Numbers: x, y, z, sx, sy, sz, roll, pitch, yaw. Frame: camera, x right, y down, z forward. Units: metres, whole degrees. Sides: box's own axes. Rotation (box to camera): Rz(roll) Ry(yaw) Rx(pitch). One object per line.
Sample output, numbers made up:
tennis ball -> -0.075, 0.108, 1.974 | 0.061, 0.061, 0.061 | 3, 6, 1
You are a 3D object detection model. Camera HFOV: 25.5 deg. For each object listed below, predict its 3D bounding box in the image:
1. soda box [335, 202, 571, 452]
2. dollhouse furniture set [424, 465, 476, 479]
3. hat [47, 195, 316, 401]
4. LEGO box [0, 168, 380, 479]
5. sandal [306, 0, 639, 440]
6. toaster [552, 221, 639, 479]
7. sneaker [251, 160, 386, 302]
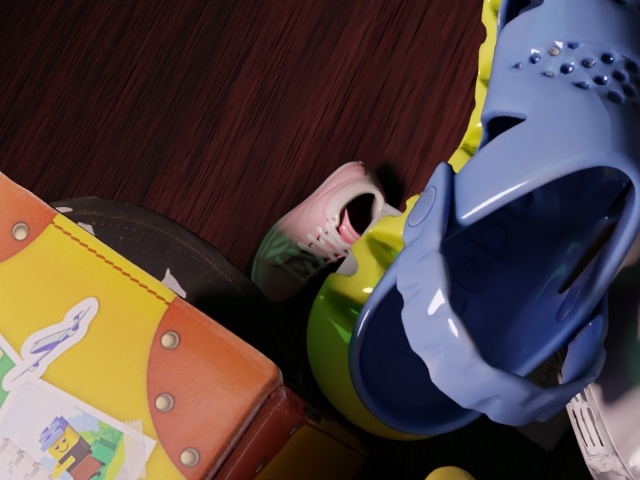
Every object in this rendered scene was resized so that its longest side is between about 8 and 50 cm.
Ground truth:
soda box -> 0.087, 0.047, 0.877 | 0.074, 0.069, 0.216 | -55, 28, 0
dollhouse furniture set -> -0.027, 0.178, 0.432 | 0.286, 0.198, 0.303 | -12, 31, -8
hat -> -0.152, 0.137, 1.028 | 0.331, 0.331, 0.134 | -58, -14, -5
LEGO box -> -0.199, 0.248, 0.751 | 0.500, 0.193, 0.372 | -55, -15, -6
sandal -> 0.113, -0.038, 0.619 | 0.317, 0.126, 0.138 | -65, 15, 3
toaster -> 0.194, 0.044, 0.648 | 0.146, 0.129, 0.227 | -45, 26, 23
sneaker -> 0.000, 0.000, 1.085 | 0.134, 0.051, 0.070 | -48, 23, 5
